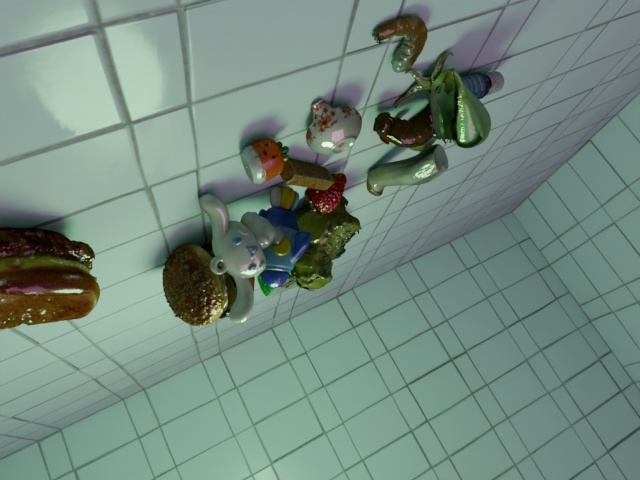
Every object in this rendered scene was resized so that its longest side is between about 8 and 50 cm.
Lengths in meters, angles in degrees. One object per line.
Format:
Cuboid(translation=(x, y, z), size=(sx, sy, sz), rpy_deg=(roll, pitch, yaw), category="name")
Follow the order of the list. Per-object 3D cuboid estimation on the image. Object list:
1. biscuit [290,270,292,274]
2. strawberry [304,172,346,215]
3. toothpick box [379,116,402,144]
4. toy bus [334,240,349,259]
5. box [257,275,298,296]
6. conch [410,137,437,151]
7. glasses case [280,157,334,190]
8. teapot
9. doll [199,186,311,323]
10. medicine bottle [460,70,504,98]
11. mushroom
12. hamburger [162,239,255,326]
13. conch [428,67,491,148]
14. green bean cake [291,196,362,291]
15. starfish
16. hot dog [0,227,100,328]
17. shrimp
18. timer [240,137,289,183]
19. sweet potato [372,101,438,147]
Cuboid(translation=(-0.168, 0.082, 1.996), size=(0.195, 0.195, 0.053), rpy_deg=(-14, 121, -40), category="biscuit")
Cuboid(translation=(0.025, -0.153, 1.709), size=(0.148, 0.131, 0.131), rpy_deg=(-20, 162, -4), category="strawberry")
Cuboid(translation=(0.224, -0.342, 1.617), size=(0.083, 0.047, 0.047), rpy_deg=(-40, 160, 34), category="toothpick box")
Cuboid(translation=(0.040, 0.003, 2.210), size=(0.138, 0.112, 0.317), rpy_deg=(-21, 161, -13), category="toy bus")
Cuboid(translation=(-0.145, 0.152, 2.337), size=(0.250, 0.103, 0.180), rpy_deg=(-12, 156, -44), category="box")
Cuboid(translation=(0.334, -0.354, 1.677), size=(0.173, 0.106, 0.116), rpy_deg=(-42, 177, 40), category="conch")
Cuboid(translation=(-0.043, -0.200, 1.541), size=(0.049, 0.075, 0.218), rpy_deg=(-40, 160, 25), category="glasses case")
Cuboid(translation=(0.039, -0.291, 1.394), size=(0.159, 0.116, 0.245), rpy_deg=(-41, 169, -1), category="teapot")
Cuboid(translation=(-0.170, 0.010, 1.545), size=(0.366, 0.187, 0.375), rpy_deg=(-26, 129, -39), category="doll")
Cuboid(translation=(0.474, -0.474, 1.586), size=(0.203, 0.083, 0.083), rpy_deg=(-22, 161, -28), category="medicine bottle")
Cuboid(translation=(0.288, -0.240, 1.784), size=(0.329, 0.122, 0.159), rpy_deg=(-14, 166, 42), category="mushroom")
Cuboid(translation=(-0.366, 0.138, 1.656), size=(0.225, 0.290, 0.291), rpy_deg=(-18, 160, -47), category="hamburger")
Cuboid(translation=(0.384, -0.360, 1.475), size=(0.251, 0.137, 0.144), rpy_deg=(26, 153, -39), category="conch")
Cuboid(translation=(0.000, 0.000, 1.836), size=(0.310, 0.285, 0.202), rpy_deg=(-37, 157, 12), category="green bean cake")
Cuboid(translation=(0.297, -0.446, 1.462), size=(0.217, 0.050, 0.224), rpy_deg=(-31, 160, 35), category="starfish")
Cuboid(translation=(-0.664, 0.078, 1.144), size=(0.223, 0.185, 0.405), rpy_deg=(-36, 162, 24), category="hot dog")
Cuboid(translation=(0.177, -0.456, 1.220), size=(0.166, 0.049, 0.161), rpy_deg=(-17, 156, -32), category="shrimp")
Cuboid(translation=(-0.136, -0.208, 1.326), size=(0.136, 0.099, 0.136), rpy_deg=(-22, 173, -3), category="timer")
Cuboid(translation=(0.268, -0.338, 1.536), size=(0.310, 0.124, 0.098), rpy_deg=(-22, -173, -31), category="sweet potato")
